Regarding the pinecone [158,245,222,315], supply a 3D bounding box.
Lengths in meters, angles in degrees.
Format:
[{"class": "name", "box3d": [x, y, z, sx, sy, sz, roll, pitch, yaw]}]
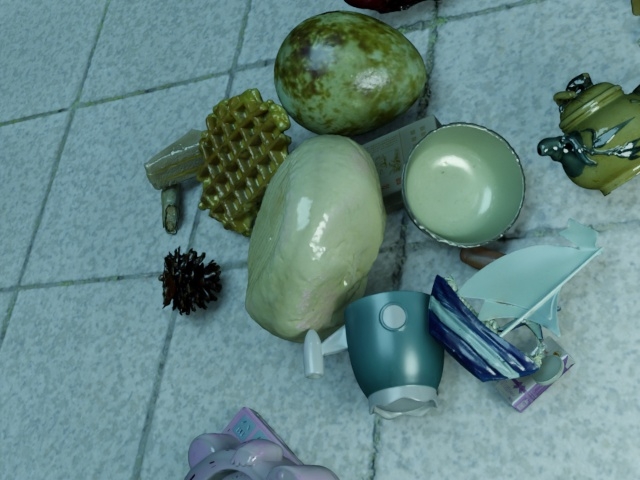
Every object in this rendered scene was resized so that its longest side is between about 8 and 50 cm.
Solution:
[{"class": "pinecone", "box3d": [-0.252, 0.080, 1.937, 0.121, 0.140, 0.140, 4, 61, 0]}]

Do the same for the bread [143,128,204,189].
[{"class": "bread", "box3d": [-0.278, -0.162, 2.096, 0.105, 0.077, 0.152, 21, 55, 42]}]

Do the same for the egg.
[{"class": "egg", "box3d": [0.055, -0.314, 1.884, 0.290, 0.238, 0.238, -3, 60, 15]}]

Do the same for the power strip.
[{"class": "power strip", "box3d": [-0.086, 0.395, 1.684, 0.109, 0.037, 0.279, -50, 48, -1]}]

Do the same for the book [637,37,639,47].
[{"class": "book", "box3d": [0.680, -0.377, 1.626, 0.264, 0.027, 0.202, -47, 47, 2]}]

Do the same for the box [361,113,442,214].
[{"class": "box", "box3d": [0.140, -0.130, 1.831, 0.201, 0.058, 0.141, -23, 53, 21]}]

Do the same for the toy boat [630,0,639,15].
[{"class": "toy boat", "box3d": [0.603, -0.527, 1.727, 0.115, 0.089, 0.310, 25, 79, 32]}]

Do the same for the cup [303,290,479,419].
[{"class": "cup", "box3d": [0.122, 0.187, 1.586, 0.300, 0.167, 0.173, -6, 65, 3]}]

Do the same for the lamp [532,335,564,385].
[{"class": "lamp", "box3d": [0.320, 0.136, 1.510, 0.050, 0.056, 0.198, -32, 32, 19]}]

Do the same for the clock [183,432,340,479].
[{"class": "clock", "box3d": [-0.116, 0.460, 1.571, 0.322, 0.113, 0.295, 15, 91, 46]}]

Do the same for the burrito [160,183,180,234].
[{"class": "burrito", "box3d": [-0.319, -0.086, 2.130, 0.041, 0.055, 0.149, -5, 54, -3]}]

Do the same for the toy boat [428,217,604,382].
[{"class": "toy boat", "box3d": [0.302, 0.098, 1.493, 0.292, 0.070, 0.210, -22, 57, 8]}]

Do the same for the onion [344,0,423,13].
[{"class": "onion", "box3d": [0.154, -0.570, 1.989, 0.281, 0.281, 0.221, 1, 107, 35]}]

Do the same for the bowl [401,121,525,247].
[{"class": "bowl", "box3d": [0.226, -0.085, 1.678, 0.211, 0.211, 0.112, -60, 5, -10]}]

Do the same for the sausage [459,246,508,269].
[{"class": "sausage", "box3d": [0.307, 0.035, 1.627, 0.177, 0.040, 0.047, 10, 64, 38]}]

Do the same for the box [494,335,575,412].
[{"class": "box", "box3d": [0.325, 0.203, 1.516, 0.117, 0.036, 0.050, -42, 48, 5]}]

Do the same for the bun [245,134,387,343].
[{"class": "bun", "box3d": [0.000, 0.000, 1.708, 0.361, 0.213, 0.360, -165, 90, -77]}]

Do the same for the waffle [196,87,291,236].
[{"class": "waffle", "box3d": [-0.151, -0.149, 1.958, 0.301, 0.058, 0.281, -12, 84, 49]}]

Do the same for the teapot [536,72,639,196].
[{"class": "teapot", "box3d": [0.451, -0.182, 1.559, 0.269, 0.173, 0.182, -32, 84, -19]}]
